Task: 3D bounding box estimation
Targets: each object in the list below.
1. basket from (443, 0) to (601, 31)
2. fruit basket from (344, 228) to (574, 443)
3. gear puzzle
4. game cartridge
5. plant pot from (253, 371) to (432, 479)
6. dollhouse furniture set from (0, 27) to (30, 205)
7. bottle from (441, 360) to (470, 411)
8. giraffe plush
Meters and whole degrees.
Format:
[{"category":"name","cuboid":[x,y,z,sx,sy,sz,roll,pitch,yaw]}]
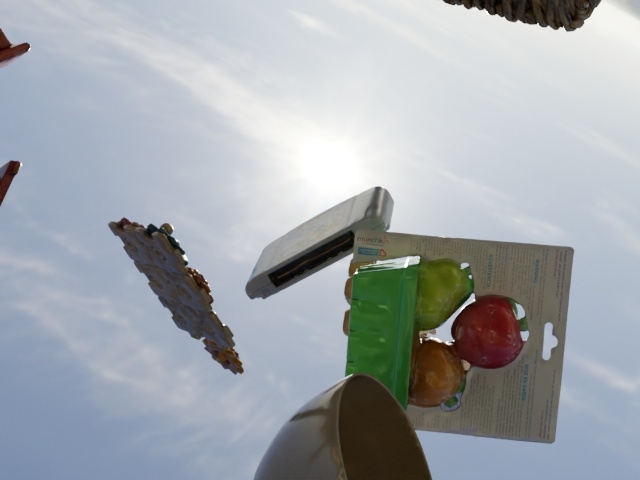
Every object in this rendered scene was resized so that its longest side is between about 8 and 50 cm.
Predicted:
[{"category":"basket","cuboid":[0.186,-0.376,0.794,0.213,0.299,0.223,21,-128,24]},{"category":"fruit basket","cuboid":[0.219,0.154,1.481,0.352,0.327,0.165,3,-174,2]},{"category":"gear puzzle","cuboid":[-0.202,0.096,1.457,0.175,0.044,0.339,11,139,46]},{"category":"game cartridge","cuboid":[0.000,0.000,1.723,0.062,0.297,0.198,55,-161,-19]},{"category":"plant pot","cuboid":[0.018,0.349,1.267,0.284,0.191,0.284,47,-151,-38]},{"category":"dollhouse furniture set","cuboid":[-0.452,-0.177,1.078,0.201,0.152,0.374,31,-123,-32]},{"category":"bottle","cuboid":[0.202,0.263,1.607,0.282,0.118,0.092,-8,-138,9]},{"category":"giraffe plush","cuboid":[0.138,0.131,1.723,0.170,0.210,0.181,4,-143,9]}]
